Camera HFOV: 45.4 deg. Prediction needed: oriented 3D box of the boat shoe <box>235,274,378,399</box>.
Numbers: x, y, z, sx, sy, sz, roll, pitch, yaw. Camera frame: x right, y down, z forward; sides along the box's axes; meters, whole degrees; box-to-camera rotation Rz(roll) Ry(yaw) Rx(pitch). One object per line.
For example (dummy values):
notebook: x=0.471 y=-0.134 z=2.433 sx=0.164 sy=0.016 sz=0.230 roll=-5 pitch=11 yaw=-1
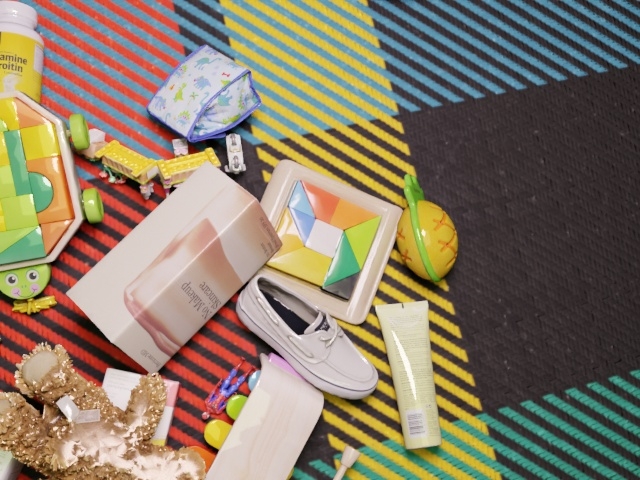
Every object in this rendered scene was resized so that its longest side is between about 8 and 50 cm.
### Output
boat shoe: x=-0.012 y=0.150 z=1.228 sx=0.267 sy=0.088 sz=0.096 roll=39 pitch=46 yaw=6

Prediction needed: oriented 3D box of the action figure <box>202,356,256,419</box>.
action figure: x=-0.153 y=0.242 z=1.237 sx=0.038 sy=0.030 sz=0.115 roll=39 pitch=79 yaw=-4

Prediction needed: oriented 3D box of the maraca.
maraca: x=0.173 y=-0.020 z=1.279 sx=0.099 sy=0.127 sz=0.186 roll=-16 pitch=85 yaw=16

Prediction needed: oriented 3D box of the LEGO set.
LEGO set: x=-0.268 y=-0.106 z=1.270 sx=0.286 sy=0.107 sz=0.132 roll=0 pitch=45 yaw=-2

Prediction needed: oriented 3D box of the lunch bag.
lunch bag: x=-0.196 y=-0.232 z=1.263 sx=0.151 sy=0.096 sz=0.128 roll=-41 pitch=52 yaw=-19

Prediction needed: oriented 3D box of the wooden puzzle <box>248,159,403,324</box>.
wooden puzzle: x=0.000 y=0.000 z=1.292 sx=0.238 sy=0.044 sz=0.221 roll=22 pitch=78 yaw=-2

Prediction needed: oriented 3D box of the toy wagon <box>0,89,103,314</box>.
toy wagon: x=-0.479 y=-0.052 z=1.186 sx=0.267 sy=0.068 sz=0.345 roll=-10 pitch=96 yaw=-5

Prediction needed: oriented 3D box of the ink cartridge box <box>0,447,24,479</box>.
ink cartridge box: x=-0.545 y=0.359 z=1.133 sx=0.154 sy=0.093 sz=0.213 roll=24 pitch=76 yaw=-2

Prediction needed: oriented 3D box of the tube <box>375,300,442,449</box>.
tube: x=0.154 y=0.221 z=1.267 sx=0.070 sy=0.062 sz=0.240 roll=9 pitch=67 yaw=-50

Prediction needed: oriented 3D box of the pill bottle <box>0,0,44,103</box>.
pill bottle: x=-0.509 y=-0.291 z=1.253 sx=0.103 sy=0.103 sz=0.184 roll=1 pitch=79 yaw=-7

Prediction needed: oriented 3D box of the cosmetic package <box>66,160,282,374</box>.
cosmetic package: x=-0.218 y=0.043 z=1.186 sx=0.129 sy=0.153 sz=0.296 roll=38 pitch=77 yaw=30

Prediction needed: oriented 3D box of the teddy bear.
teddy bear: x=-0.327 y=0.295 z=1.102 sx=0.337 sy=0.113 sz=0.245 roll=18 pitch=59 yaw=-3

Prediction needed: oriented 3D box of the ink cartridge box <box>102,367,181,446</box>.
ink cartridge box: x=-0.296 y=0.307 z=1.186 sx=0.115 sy=0.067 sz=0.198 roll=12 pitch=79 yaw=-5

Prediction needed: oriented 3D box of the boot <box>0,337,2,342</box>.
boot: x=-0.584 y=0.089 z=1.194 sx=0.106 sy=0.082 sz=0.219 roll=-21 pitch=92 yaw=-21

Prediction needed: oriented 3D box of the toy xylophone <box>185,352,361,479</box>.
toy xylophone: x=-0.087 y=0.353 z=1.193 sx=0.236 sy=0.081 sz=0.323 roll=40 pitch=76 yaw=-11
